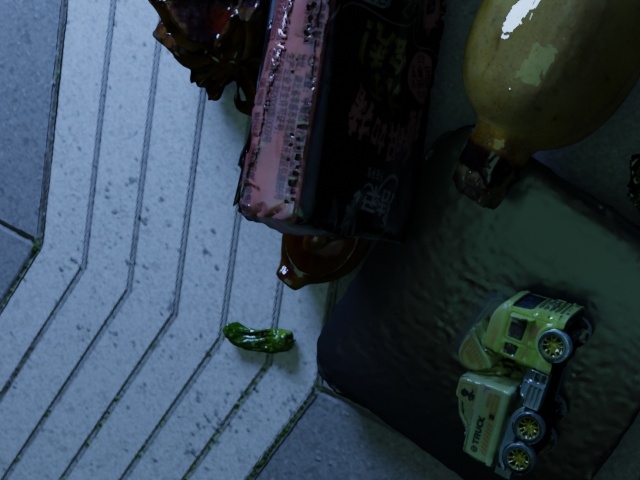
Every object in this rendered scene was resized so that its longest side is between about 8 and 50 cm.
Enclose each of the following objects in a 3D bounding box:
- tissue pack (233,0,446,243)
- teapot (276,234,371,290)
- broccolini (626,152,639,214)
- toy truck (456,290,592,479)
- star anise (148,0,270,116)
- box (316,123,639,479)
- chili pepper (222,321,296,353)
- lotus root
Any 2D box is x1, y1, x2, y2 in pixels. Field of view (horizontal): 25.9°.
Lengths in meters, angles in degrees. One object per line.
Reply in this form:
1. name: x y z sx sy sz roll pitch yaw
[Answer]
1. tissue pack: 0.021 -0.165 1.418 0.123 0.245 0.332 9 90 32
2. teapot: 0.000 0.000 1.577 0.098 0.078 0.129 44 111 8
3. broccolini: 0.396 -0.125 1.423 0.123 0.062 0.272 19 96 -2
4. toy truck: 0.197 0.144 1.437 0.116 0.085 0.191 21 110 21
5. star anise: -0.084 -0.223 1.519 0.190 0.220 0.126 35 68 5
6. box: 0.203 0.092 1.517 0.350 0.091 0.359 34 109 12
7. chili pepper: -0.071 0.116 1.654 0.091 0.034 0.030 8 69 19
8. lotus root: 0.226 -0.176 1.389 0.182 0.183 0.310 31 89 12
